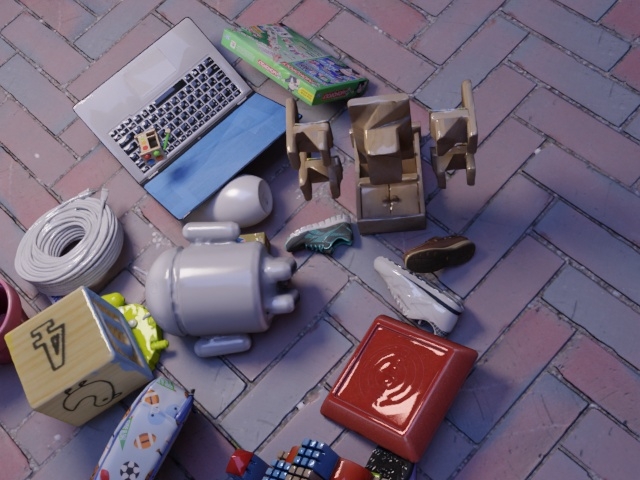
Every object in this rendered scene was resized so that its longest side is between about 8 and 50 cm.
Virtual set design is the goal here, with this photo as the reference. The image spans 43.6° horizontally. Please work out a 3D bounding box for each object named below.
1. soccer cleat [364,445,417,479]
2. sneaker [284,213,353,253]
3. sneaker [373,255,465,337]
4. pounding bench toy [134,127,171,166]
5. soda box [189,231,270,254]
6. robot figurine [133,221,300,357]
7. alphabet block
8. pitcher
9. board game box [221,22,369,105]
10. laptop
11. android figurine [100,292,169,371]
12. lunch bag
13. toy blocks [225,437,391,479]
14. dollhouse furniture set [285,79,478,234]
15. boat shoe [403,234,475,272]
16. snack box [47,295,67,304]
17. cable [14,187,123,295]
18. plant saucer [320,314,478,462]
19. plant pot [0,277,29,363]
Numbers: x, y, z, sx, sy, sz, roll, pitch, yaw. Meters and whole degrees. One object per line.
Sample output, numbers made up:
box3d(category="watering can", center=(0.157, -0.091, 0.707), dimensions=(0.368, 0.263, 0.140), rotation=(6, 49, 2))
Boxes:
box3d(category="soccer cleat", center=(0.140, 0.526, 1.546), dimensions=(0.109, 0.116, 0.318), rotation=(-16, 42, 34))
box3d(category="sneaker", center=(0.000, 0.000, 1.833), dimensions=(0.166, 0.065, 0.076), rotation=(-21, 67, 2))
box3d(category="sneaker", center=(0.195, 0.118, 1.730), dimensions=(0.235, 0.090, 0.095), rotation=(37, 103, 31))
box3d(category="pounding bench toy", center=(-0.379, -0.219, 1.860), dimensions=(0.083, 0.052, 0.065), rotation=(-22, 63, -1))
box3d(category="soda box", center=(-0.209, 0.028, 1.857), dimensions=(0.181, 0.061, 0.058), rotation=(-6, 64, 8))
box3d(category="robot figurine", center=(-0.227, 0.107, 1.742), dimensions=(0.354, 0.200, 0.300), rotation=(-3, 93, 6))
box3d(category="alphabet block", center=(-0.505, 0.245, 1.681), dimensions=(0.197, 0.192, 0.193), rotation=(-33, 61, 0))
box3d(category="pitcher", center=(-0.221, -0.108, 1.898), dimensions=(0.207, 0.125, 0.177), rotation=(-8, 56, 20))
box3d(category="board game box", center=(-0.063, -0.446, 1.994), dimensions=(0.317, 0.046, 0.213), rotation=(39, 38, 24))
box3d(category="laptop", center=(-0.330, -0.309, 1.932), dimensions=(0.382, 0.236, 0.408), rotation=(-42, 93, -10))
box3d(category="android figurine", center=(-0.474, 0.239, 1.813), dimensions=(0.273, 0.056, 0.248), rotation=(-13, 63, 6))
box3d(category="lunch bag", center=(-0.359, 0.415, 1.613), dimensions=(0.115, 0.243, 0.303), rotation=(32, 73, -1))
box3d(category="toy blocks", center=(0.010, 0.448, 1.421), dimensions=(0.381, 0.261, 0.190), rotation=(1, 52, 43))
box3d(category="dollhouse furniture set", center=(0.137, -0.216, 1.719), dimensions=(0.362, 0.394, 0.256), rotation=(-5, 64, 7))
box3d(category="boat shoe", center=(0.252, 0.026, 1.751), dimensions=(0.178, 0.064, 0.060), rotation=(-12, 37, -25))
box3d(category="snack box", center=(-0.584, 0.140, 1.857), dimensions=(0.064, 0.022, 0.178), rotation=(-45, 39, -11))
box3d(category="cable", center=(-0.593, 0.012, 1.894), dimensions=(0.257, 0.089, 0.257), rotation=(-22, 47, 4))
box3d(category="plant saucer", center=(0.149, 0.282, 1.627), dimensions=(0.259, 0.047, 0.258), rotation=(19, 67, 39))
box3d(category="plant pot", center=(-0.751, 0.195, 1.814), dimensions=(0.201, 0.180, 0.201), rotation=(-4, 64, 8))
